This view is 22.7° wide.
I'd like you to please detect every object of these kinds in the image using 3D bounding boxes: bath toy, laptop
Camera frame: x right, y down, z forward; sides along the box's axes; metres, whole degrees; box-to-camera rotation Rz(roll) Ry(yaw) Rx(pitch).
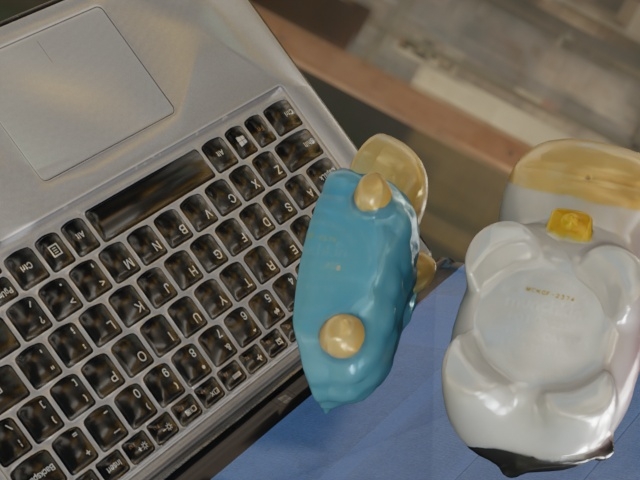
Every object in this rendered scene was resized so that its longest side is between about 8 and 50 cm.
[{"bbox_3d":[0.168,0.049,0.628,0.129,0.348,0.151,69,39,-61],"label":"bath toy"},{"bbox_3d":[0.000,0.000,0.808,0.236,0.408,0.382,-36,179,42],"label":"laptop"}]
